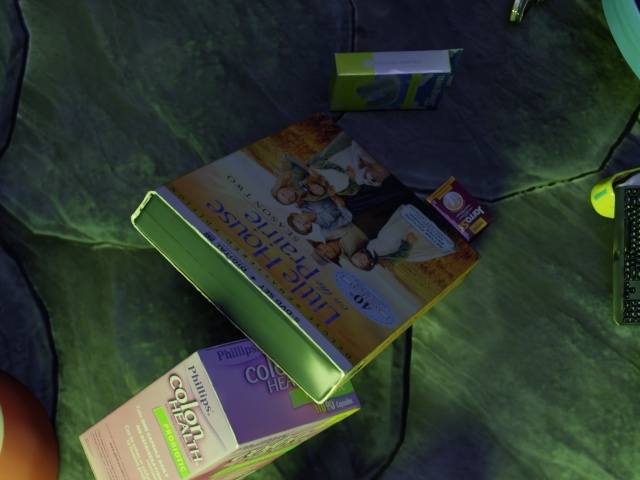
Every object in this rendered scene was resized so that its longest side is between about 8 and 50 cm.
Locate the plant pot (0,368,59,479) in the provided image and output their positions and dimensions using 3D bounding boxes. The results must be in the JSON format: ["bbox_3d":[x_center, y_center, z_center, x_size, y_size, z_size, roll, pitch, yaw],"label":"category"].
[{"bbox_3d":[-0.453,0.246,1.515,0.275,0.243,0.275,2,72,-5],"label":"plant pot"}]

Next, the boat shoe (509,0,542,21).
[{"bbox_3d":[0.324,-0.379,1.900,0.049,0.056,0.152,26,71,9],"label":"boat shoe"}]

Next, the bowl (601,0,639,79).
[{"bbox_3d":[0.564,-0.326,1.837,0.391,0.077,0.391,10,65,-23],"label":"bowl"}]

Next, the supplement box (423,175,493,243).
[{"bbox_3d":[0.187,-0.037,1.778,0.055,0.043,0.083,-42,81,-18],"label":"supplement box"}]

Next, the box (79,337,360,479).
[{"bbox_3d":[-0.118,0.213,1.520,0.213,0.243,0.117,-8,67,-50],"label":"box"}]

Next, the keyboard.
[{"bbox_3d":[0.448,0.021,1.751,0.100,0.038,0.192,-2,96,-5],"label":"keyboard"}]

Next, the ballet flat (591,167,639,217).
[{"bbox_3d":[0.491,-0.080,1.805,0.231,0.077,0.077,-11,72,-10],"label":"ballet flat"}]

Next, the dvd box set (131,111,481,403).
[{"bbox_3d":[0.000,0.000,1.603,0.307,0.062,0.420,43,32,10],"label":"dvd box set"}]

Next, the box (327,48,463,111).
[{"bbox_3d":[0.104,-0.222,1.797,0.178,0.109,0.042,-3,68,-7],"label":"box"}]
